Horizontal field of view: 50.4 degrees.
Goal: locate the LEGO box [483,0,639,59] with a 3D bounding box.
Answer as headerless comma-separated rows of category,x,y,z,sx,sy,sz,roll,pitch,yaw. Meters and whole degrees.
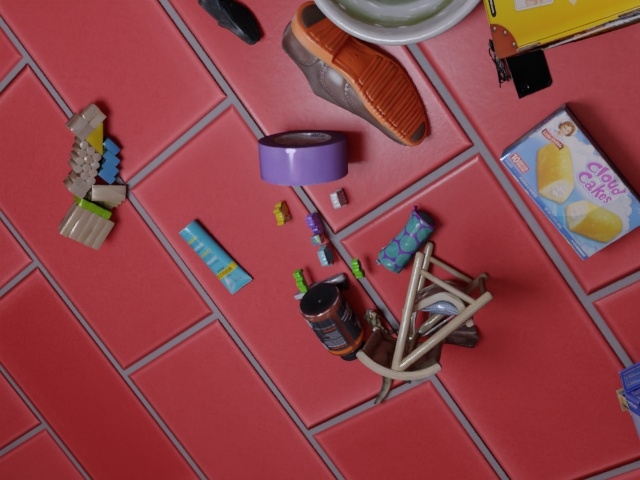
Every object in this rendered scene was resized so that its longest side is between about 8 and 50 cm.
LEGO box,0.388,-0.559,0.985,0.372,0.193,0.500,4,112,64

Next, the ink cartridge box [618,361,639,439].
ink cartridge box,0.748,0.373,1.397,0.185,0.065,0.311,-24,99,-2

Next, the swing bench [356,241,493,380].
swing bench,0.217,0.156,1.408,0.165,0.253,0.255,31,101,8

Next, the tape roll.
tape roll,-0.036,-0.178,1.442,0.189,0.189,0.080,3,111,19

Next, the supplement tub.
supplement tub,0.036,0.197,1.580,0.106,0.106,0.198,-13,130,24

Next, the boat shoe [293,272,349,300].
boat shoe,0.002,0.120,1.621,0.142,0.049,0.040,-23,101,24

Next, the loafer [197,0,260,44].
loafer,-0.197,-0.483,1.466,0.170,0.062,0.061,50,140,1

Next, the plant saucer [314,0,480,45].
plant saucer,0.151,-0.575,1.273,0.400,0.100,0.400,7,111,18

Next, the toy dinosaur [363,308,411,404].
toy dinosaur,0.169,0.279,1.613,0.118,0.064,0.268,5,113,34

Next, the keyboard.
keyboard,0.371,-0.372,1.316,0.100,0.038,0.192,-21,101,2

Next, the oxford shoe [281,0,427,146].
oxford shoe,0.071,-0.325,1.408,0.364,0.130,0.132,46,149,-7

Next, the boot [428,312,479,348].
boot,0.304,0.192,1.546,0.114,0.037,0.106,4,110,15

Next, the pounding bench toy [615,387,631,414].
pounding bench toy,0.685,0.334,1.447,0.083,0.065,0.052,-22,101,-3

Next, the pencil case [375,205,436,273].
pencil case,0.188,0.001,1.497,0.070,0.064,0.152,51,120,25

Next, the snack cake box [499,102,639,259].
snack cake box,0.496,-0.114,1.328,0.152,0.089,0.264,-39,93,28

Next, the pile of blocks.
pile of blocks,-0.572,-0.165,1.707,0.112,0.149,0.362,33,116,55

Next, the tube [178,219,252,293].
tube,-0.263,0.040,1.692,0.207,0.052,0.080,48,127,-9

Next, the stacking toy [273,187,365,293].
stacking toy,0.000,0.000,1.564,0.167,0.052,0.221,-14,98,25
